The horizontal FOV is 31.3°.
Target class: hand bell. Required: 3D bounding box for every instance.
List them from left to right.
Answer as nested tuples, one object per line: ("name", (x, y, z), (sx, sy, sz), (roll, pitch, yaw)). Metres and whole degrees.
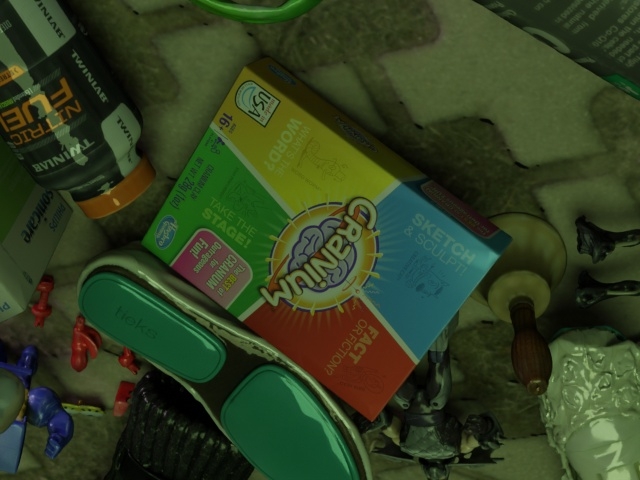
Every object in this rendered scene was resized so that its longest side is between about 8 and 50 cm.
("hand bell", (0.212, 0.081, 1.186), (0.126, 0.242, 0.126), (1, 118, 1))

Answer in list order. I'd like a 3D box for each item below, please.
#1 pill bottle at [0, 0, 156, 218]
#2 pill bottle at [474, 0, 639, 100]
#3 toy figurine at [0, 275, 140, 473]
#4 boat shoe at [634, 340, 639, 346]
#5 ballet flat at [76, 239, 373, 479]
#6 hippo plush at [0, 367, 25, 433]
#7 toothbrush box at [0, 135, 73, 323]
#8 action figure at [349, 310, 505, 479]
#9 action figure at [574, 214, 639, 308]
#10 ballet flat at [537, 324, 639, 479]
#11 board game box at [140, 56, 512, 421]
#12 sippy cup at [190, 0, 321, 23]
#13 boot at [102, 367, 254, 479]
("pill bottle", (-0.264, -0.141, 1.143), (0.130, 0.130, 0.245), (-25, 116, 15))
("pill bottle", (0.286, -0.246, 1.024), (0.361, 0.204, 0.204), (28, 116, -12))
("toy figurine", (-0.391, 0.154, 1.262), (0.363, 0.217, 0.191), (16, 118, -7))
("boat shoe", (0.388, 0.152, 1.336), (0.206, 0.075, 0.065), (-13, 161, 3))
("ballet flat", (-0.088, 0.135, 1.274), (0.400, 0.139, 0.139), (40, 113, -7))
("hippo plush", (-0.431, 0.089, 1.034), (0.294, 0.234, 0.236), (-14, 92, 6))
("toothbrush box", (-0.399, -0.063, 1.148), (0.122, 0.206, 0.283), (-28, 115, 17))
("action figure", (0.116, 0.181, 1.323), (0.185, 0.099, 0.284), (-5, 115, 15))
("action figure", (0.412, 0.016, 1.206), (0.276, 0.141, 0.164), (1, 118, 19))
("ballet flat", (0.339, 0.261, 1.287), (0.147, 0.147, 0.408), (-15, 134, 10))
("board game box", (0.000, 0.000, 1.188), (0.317, 0.064, 0.242), (37, 116, 7))
("sippy cup", (-0.041, -0.360, 0.974), (0.224, 0.305, 0.240), (24, 146, 1))
("boot", (-0.104, 0.318, 1.394), (0.348, 0.131, 0.260), (22, 110, -19))
